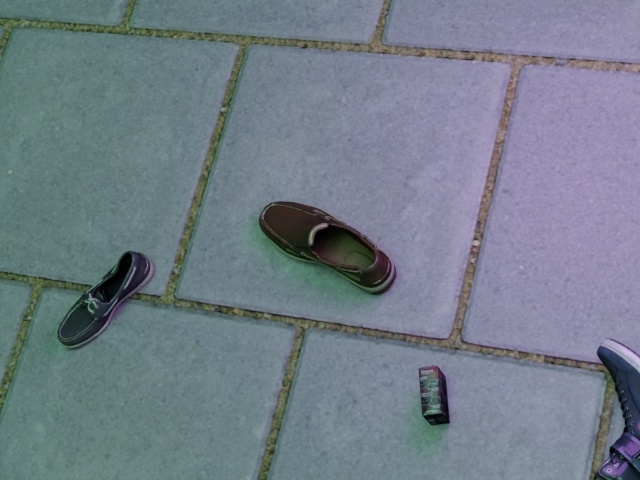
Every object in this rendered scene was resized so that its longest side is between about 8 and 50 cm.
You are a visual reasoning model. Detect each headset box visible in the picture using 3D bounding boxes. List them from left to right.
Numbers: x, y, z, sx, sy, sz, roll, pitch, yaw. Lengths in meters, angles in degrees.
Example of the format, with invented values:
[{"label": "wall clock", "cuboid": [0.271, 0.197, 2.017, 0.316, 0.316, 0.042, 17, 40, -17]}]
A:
[{"label": "headset box", "cuboid": [0.170, 0.229, 1.968, 0.032, 0.062, 0.083, -8, 66, 14]}]

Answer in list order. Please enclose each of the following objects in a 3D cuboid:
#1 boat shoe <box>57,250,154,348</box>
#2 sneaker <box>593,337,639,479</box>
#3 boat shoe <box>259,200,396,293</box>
[{"label": "boat shoe", "cuboid": [-0.372, 0.094, 2.201, 0.206, 0.065, 0.075, -44, 63, -2]}, {"label": "sneaker", "cuboid": [0.428, 0.260, 1.856, 0.163, 0.086, 0.226, -37, 63, -2]}, {"label": "boat shoe", "cuboid": [0.004, -0.007, 2.100, 0.257, 0.095, 0.095, 24, 78, 25]}]
